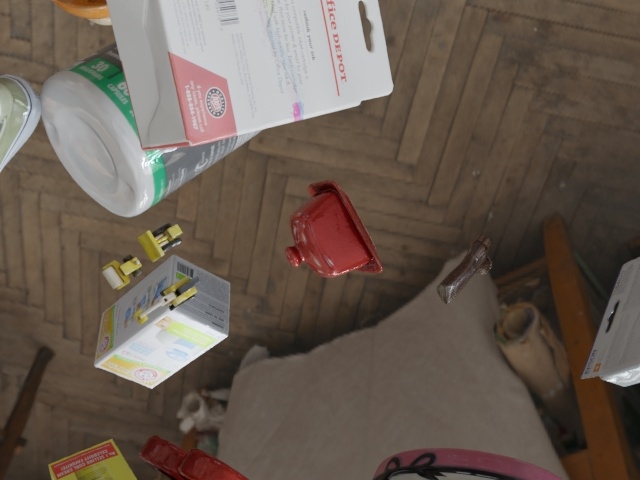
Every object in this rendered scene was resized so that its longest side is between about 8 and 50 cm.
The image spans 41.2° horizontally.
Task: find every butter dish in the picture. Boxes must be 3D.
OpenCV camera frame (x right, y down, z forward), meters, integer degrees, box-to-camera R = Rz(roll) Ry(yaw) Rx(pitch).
[{"bbox_3d":[0.000,0.000,1.304,0.118,0.160,0.160,-30,98,-14],"label":"butter dish"}]

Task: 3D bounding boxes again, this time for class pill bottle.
[{"bbox_3d":[-0.174,-0.206,1.151,0.204,0.361,0.204,31,143,27],"label":"pill bottle"}]

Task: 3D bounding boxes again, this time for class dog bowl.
[{"bbox_3d":[0.245,0.473,1.386,0.407,0.150,0.408,10,146,7],"label":"dog bowl"}]

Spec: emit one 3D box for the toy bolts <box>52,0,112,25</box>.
[{"bbox_3d":[-0.264,-0.302,0.759,0.218,0.229,0.158,-5,163,-5],"label":"toy bolts"}]

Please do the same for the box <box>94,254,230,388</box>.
[{"bbox_3d":[-0.246,0.130,1.322,0.114,0.103,0.203,31,129,-33],"label":"box"}]

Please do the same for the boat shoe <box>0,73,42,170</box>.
[{"bbox_3d":[-0.455,-0.077,1.038,0.109,0.094,0.302,37,104,6],"label":"boat shoe"}]

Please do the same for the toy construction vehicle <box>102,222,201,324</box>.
[{"bbox_3d":[-0.169,0.032,0.888,0.086,0.098,0.035,59,143,0],"label":"toy construction vehicle"}]

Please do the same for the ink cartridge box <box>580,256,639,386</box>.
[{"bbox_3d":[0.492,0.105,1.263,0.045,0.223,0.224,29,160,-3],"label":"ink cartridge box"}]

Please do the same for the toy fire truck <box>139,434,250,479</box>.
[{"bbox_3d":[-0.143,0.395,1.103,0.254,0.169,0.302,42,156,-24],"label":"toy fire truck"}]

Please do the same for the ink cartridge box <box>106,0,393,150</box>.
[{"bbox_3d":[-0.042,-0.140,0.611,0.067,0.198,0.115,2,106,48],"label":"ink cartridge box"}]

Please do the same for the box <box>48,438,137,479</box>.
[{"bbox_3d":[-0.227,0.316,0.944,0.087,0.232,0.058,-18,118,-25],"label":"box"}]

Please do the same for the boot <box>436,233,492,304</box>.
[{"bbox_3d":[0.208,0.057,1.247,0.037,0.114,0.106,28,158,25],"label":"boot"}]
